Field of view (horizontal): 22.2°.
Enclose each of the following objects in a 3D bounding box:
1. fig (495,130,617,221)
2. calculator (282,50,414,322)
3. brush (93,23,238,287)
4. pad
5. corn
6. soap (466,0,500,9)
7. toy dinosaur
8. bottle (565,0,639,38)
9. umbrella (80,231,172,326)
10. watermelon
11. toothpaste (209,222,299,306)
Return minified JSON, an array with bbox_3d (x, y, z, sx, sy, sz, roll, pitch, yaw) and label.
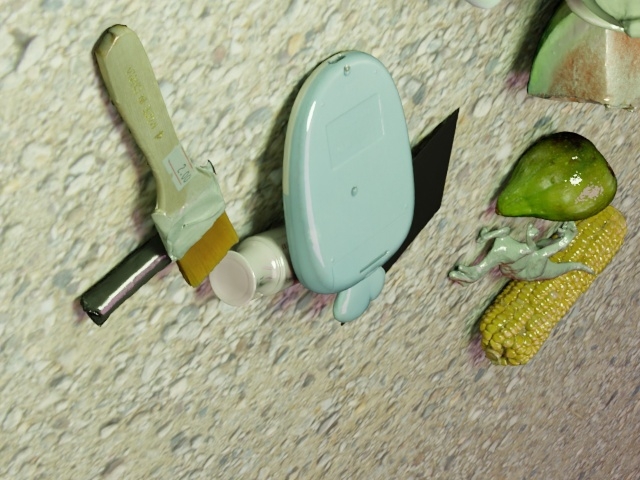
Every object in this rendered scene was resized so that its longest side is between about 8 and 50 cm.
[{"bbox_3d":[0.302,-0.067,2.117,0.156,0.123,0.123,-38,152,-3],"label":"fig"},{"bbox_3d":[0.032,-0.051,1.693,0.188,0.042,0.302,-37,129,-40],"label":"calculator"},{"bbox_3d":[-0.138,-0.073,1.468,0.085,0.020,0.336,-47,147,-18],"label":"brush"},{"bbox_3d":[0.094,-0.030,1.886,0.245,0.006,0.170,-48,156,-39],"label":"pad"},{"bbox_3d":[0.338,0.061,2.346,0.292,0.101,0.101,-45,152,-14],"label":"corn"},{"bbox_3d":[0.111,-0.358,1.452,0.208,0.115,0.347,-57,153,6],"label":"soap"},{"bbox_3d":[0.292,0.031,2.236,0.167,0.053,0.242,-44,144,11],"label":"toy dinosaur"},{"bbox_3d":[0.349,-0.316,1.640,0.351,0.229,0.229,-59,169,-57],"label":"bottle"},{"bbox_3d":[-0.175,0.030,1.557,0.133,0.031,0.036,-43,164,-21],"label":"umbrella"},{"bbox_3d":[0.388,-0.241,1.955,0.305,0.180,0.224,-14,159,-41],"label":"watermelon"},{"bbox_3d":[0.000,0.000,1.773,0.323,0.066,0.100,-23,136,-53],"label":"toothpaste"}]
